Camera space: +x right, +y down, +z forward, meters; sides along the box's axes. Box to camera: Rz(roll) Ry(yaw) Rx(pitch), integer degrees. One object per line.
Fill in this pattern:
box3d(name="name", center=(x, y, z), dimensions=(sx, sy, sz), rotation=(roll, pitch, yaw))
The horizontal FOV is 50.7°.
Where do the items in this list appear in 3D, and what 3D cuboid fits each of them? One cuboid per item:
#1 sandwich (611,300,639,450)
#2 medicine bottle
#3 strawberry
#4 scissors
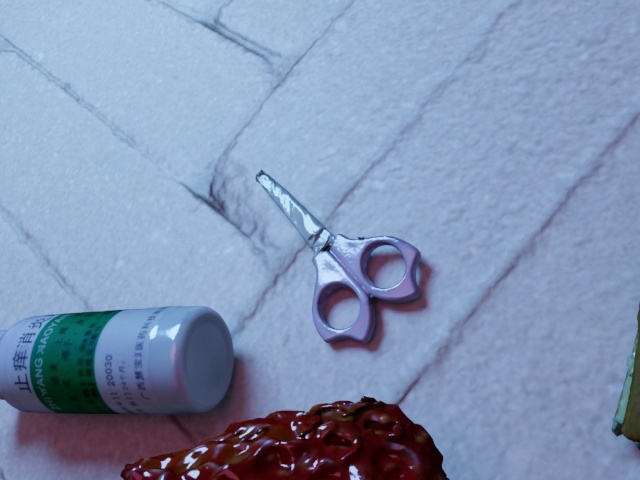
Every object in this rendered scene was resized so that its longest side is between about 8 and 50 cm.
box3d(name="sandwich", center=(0.259, 0.019, 0.411), dimensions=(0.236, 0.122, 0.128), rotation=(-33, 57, 8))
box3d(name="medicine bottle", center=(-0.210, 0.111, 0.616), dimensions=(0.260, 0.095, 0.095), rotation=(-7, 62, 24))
box3d(name="strawberry", center=(0.007, 0.188, 0.411), dimensions=(0.178, 0.234, 0.234), rotation=(-37, 53, -13))
box3d(name="scissors", center=(0.000, 0.000, 0.612), dimensions=(0.110, 0.021, 0.212), rotation=(-45, 54, 3))
